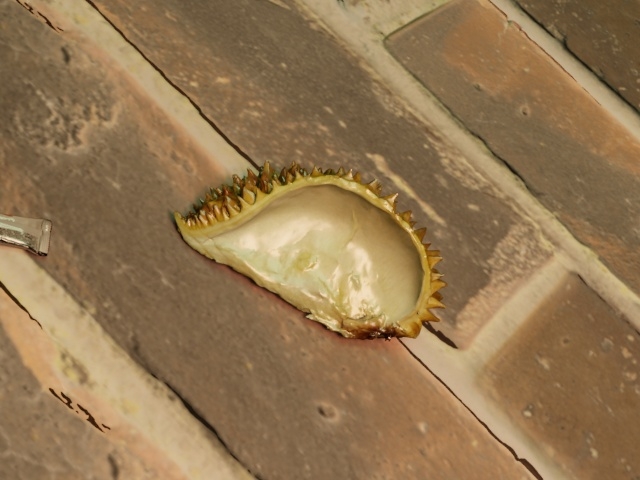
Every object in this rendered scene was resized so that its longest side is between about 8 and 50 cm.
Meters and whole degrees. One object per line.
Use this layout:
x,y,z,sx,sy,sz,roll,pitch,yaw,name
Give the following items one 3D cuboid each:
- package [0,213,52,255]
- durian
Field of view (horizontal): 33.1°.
-0.279,-0.013,0.893,0.110,0.015,0.037,13,52,-20,package
0.000,0.000,0.991,0.252,0.144,0.139,34,86,-10,durian
